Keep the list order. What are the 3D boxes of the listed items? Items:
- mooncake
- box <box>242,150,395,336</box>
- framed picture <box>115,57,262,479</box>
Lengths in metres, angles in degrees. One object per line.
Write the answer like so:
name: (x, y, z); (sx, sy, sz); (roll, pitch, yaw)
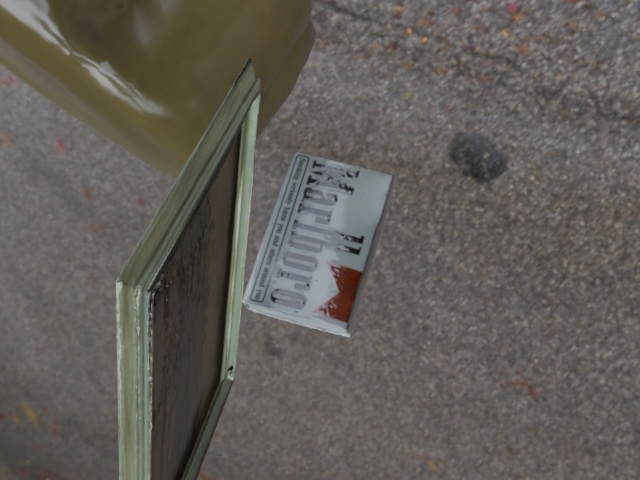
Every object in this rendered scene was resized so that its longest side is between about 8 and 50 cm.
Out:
mooncake: (-0.222, -0.268, 0.948); (0.467, 0.262, 0.467); (37, 174, 4)
box: (0.000, 0.000, 0.955); (0.115, 0.177, 0.036); (14, 161, 10)
framed picture: (-0.068, 0.057, 0.500); (0.014, 0.197, 0.252); (12, 128, 4)
